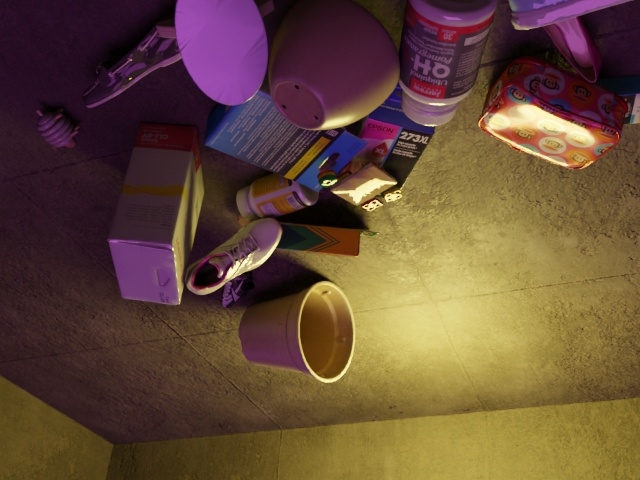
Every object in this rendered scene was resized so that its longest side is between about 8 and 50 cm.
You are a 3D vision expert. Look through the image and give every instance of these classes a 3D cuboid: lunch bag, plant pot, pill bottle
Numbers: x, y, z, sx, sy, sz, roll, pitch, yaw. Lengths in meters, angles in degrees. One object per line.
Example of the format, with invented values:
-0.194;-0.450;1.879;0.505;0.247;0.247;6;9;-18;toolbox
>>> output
0.519;-0.274;1.683;0.293;0.120;0.258;24;157;-3;lunch bag
-0.098;0.314;2.507;0.305;0.334;0.334;-7;145;35;plant pot
-0.120;-0.126;2.017;0.208;0.119;0.119;-17;140;27;pill bottle
0.000;-0.344;1.547;0.284;0.191;0.284;24;148;16;plant pot
0.254;-0.399;1.545;0.176;0.176;0.319;4;145;0;pill bottle

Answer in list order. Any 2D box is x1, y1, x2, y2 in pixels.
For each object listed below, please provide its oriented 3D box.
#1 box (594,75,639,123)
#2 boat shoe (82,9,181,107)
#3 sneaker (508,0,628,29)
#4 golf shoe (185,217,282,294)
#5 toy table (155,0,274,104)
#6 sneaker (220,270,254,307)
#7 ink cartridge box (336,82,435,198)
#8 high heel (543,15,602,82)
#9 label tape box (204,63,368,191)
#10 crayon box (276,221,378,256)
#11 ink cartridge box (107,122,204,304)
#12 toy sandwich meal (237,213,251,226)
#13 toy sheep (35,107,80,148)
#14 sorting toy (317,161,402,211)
0.740;-0.327;1.701;0.244;0.060;0.100;-4;144;10;box
-0.428;-0.413;1.665;0.335;0.112;0.095;-22;120;24;boat shoe
0.532;-0.526;1.387;0.365;0.135;0.150;-18;117;10;sneaker
-0.228;0.047;1.963;0.306;0.140;0.115;-37;94;-3;golf shoe
-0.209;-0.434;1.500;0.252;0.161;0.274;-5;125;-10;toy table
-0.278;0.165;2.481;0.106;0.078;0.234;11;142;-6;sneaker
0.171;-0.246;1.874;0.175;0.069;0.371;12;142;-11;ink cartridge box
0.507;-0.431;1.527;0.082;0.117;0.244;-23;137;33;high heel
-0.084;-0.277;1.812;0.333;0.106;0.240;21;142;-26;label tape box
0.000;0.000;2.138;0.318;0.081;0.202;5;178;-1;crayon box
-0.414;-0.069;1.896;0.160;0.385;0.279;6;145;-2;ink cartridge box
-0.208;-0.067;2.190;0.085;0.029;0.086;5;149;3;toy sandwich meal
-0.675;-0.288;1.876;0.091;0.091;0.132;-18;125;28;toy sheep
0.112;-0.154;1.893;0.132;0.046;0.274;-29;151;25;sorting toy
